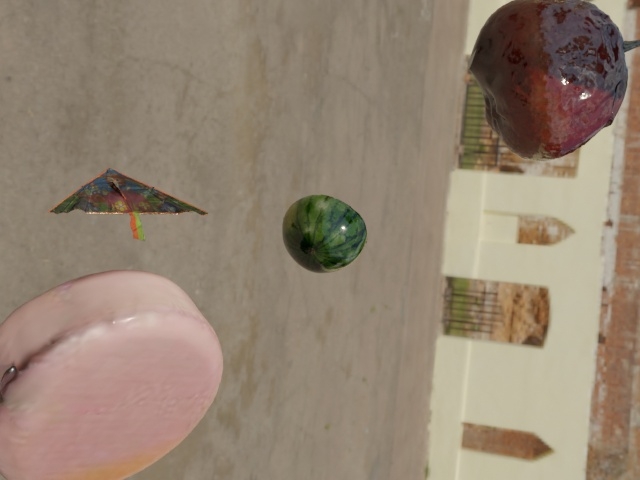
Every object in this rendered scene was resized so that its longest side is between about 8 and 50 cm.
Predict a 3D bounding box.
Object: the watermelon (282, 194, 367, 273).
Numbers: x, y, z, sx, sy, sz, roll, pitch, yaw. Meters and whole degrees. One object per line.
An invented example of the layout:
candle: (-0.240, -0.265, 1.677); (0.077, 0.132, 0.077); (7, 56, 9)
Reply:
watermelon: (0.000, 0.000, 0.911); (0.062, 0.105, 0.105); (-67, 157, -48)

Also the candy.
candy: (-0.222, 0.142, 0.765); (0.255, 0.094, 0.255); (-23, 137, -24)

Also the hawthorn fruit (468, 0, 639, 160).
hawthorn fruit: (0.348, -0.248, 1.102); (0.230, 0.266, 0.210); (66, -14, -6)

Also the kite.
kite: (-0.226, -0.046, 0.891); (0.190, 0.159, 0.010); (-2, 127, -34)
